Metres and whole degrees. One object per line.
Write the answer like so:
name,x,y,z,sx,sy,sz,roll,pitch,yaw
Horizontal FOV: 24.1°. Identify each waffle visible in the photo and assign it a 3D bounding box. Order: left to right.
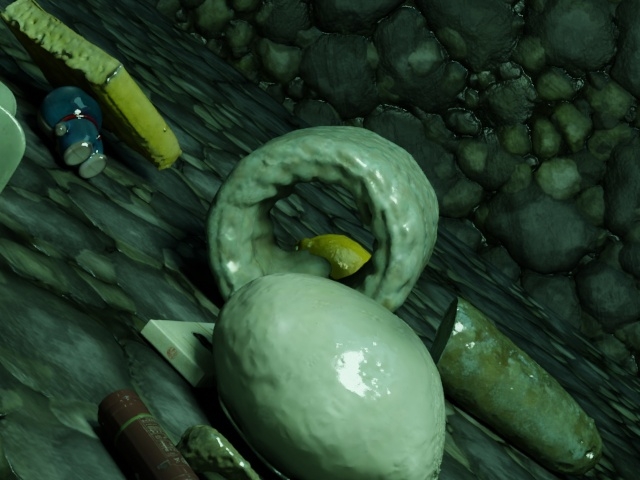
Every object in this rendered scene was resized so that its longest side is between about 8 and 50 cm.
waffle,-0.322,-0.221,2.122,0.248,0.055,0.221,35,-12,33

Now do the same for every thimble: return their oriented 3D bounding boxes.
thimble,0.000,0.000,1.904,0.291,0.291,0.195,38,16,1

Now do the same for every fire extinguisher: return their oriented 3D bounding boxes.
fire extinguisher,-0.136,0.196,1.286,0.157,0.045,0.078,45,-8,39

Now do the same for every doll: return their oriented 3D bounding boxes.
doll,-0.329,-0.149,1.991,0.114,0.085,0.152,47,12,-47
doll,0.006,0.263,1.338,0.286,0.091,0.203,44,-26,-23

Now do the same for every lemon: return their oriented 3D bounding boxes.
lemon,0.022,0.050,2.171,0.155,0.114,0.114,37,11,-19

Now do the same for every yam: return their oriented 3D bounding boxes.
yam,0.290,0.233,2.247,0.330,0.133,0.133,40,11,-10

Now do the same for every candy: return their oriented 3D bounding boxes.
candy,0.021,0.147,1.564,0.295,0.185,0.295,38,19,-15

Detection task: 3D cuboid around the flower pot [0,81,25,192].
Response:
flower pot,-0.463,-0.170,1.446,0.254,0.164,0.367,14,27,-52

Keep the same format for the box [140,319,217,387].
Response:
box,-0.124,0.125,1.650,0.090,0.024,0.167,42,12,20
